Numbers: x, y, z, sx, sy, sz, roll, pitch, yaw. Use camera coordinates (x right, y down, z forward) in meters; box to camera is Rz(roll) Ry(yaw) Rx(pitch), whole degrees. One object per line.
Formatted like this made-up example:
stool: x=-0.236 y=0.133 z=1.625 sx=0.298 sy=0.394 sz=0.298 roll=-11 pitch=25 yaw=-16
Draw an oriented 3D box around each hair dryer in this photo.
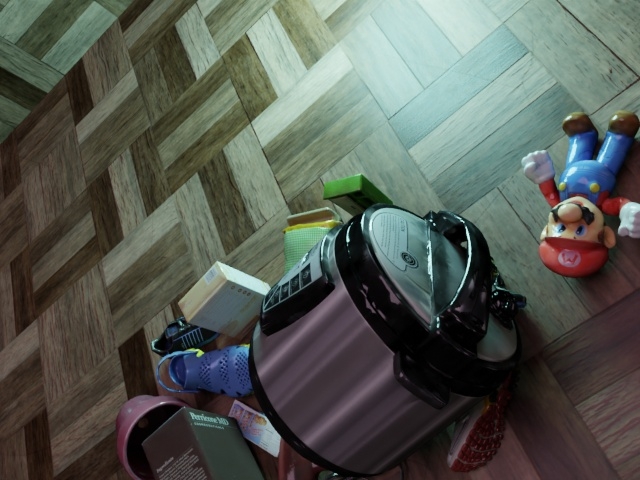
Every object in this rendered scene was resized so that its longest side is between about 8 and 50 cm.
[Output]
hair dryer: x=0.015 y=0.455 z=1.316 sx=0.293 sy=0.080 sz=0.224 roll=34 pitch=77 yaw=36

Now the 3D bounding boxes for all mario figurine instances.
mario figurine: x=0.458 y=-0.090 z=1.129 sx=0.198 sy=0.170 sz=0.321 roll=-32 pitch=36 yaw=66

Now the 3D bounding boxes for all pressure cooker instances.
pressure cooker: x=0.126 y=0.143 z=1.100 sx=0.420 sy=0.375 sz=0.370 roll=-47 pitch=57 yaw=28

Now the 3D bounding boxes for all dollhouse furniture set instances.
dollhouse furniture set: x=0.000 y=0.000 z=1.455 sx=0.301 sy=0.151 sz=0.198 roll=-12 pitch=64 yaw=33

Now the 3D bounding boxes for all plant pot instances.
plant pot: x=-0.398 y=0.455 z=1.545 sx=0.180 sy=0.201 sz=0.202 roll=9 pitch=76 yaw=55

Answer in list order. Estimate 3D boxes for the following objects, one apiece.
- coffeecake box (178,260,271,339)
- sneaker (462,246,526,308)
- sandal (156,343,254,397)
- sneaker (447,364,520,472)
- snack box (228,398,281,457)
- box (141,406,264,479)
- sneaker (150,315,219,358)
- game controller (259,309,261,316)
coffeecake box: x=-0.214 y=0.146 z=1.532 sx=0.142 sy=0.185 sz=0.068 roll=-46 pitch=50 yaw=11
sneaker: x=0.314 y=0.069 z=1.242 sx=0.188 sy=0.067 sz=0.078 roll=39 pitch=102 yaw=44
sandal: x=-0.265 y=0.310 z=1.521 sx=0.317 sy=0.138 sz=0.126 roll=-13 pitch=78 yaw=34
sneaker: x=0.279 y=0.305 z=1.167 sx=0.092 sy=0.088 sz=0.226 roll=10 pitch=74 yaw=56
snack box: x=-0.142 y=0.421 z=1.464 sx=0.178 sy=0.022 sz=0.064 roll=17 pitch=82 yaw=40
box: x=-0.197 y=0.541 z=1.324 sx=0.143 sy=0.191 sz=0.381 roll=-43 pitch=55 yaw=8
sneaker: x=-0.329 y=0.225 z=1.648 sx=0.232 sy=0.090 sz=0.081 roll=-41 pitch=51 yaw=16
game controller: x=-0.006 y=0.194 z=1.432 sx=0.319 sy=0.067 sz=0.167 roll=-12 pitch=64 yaw=34
